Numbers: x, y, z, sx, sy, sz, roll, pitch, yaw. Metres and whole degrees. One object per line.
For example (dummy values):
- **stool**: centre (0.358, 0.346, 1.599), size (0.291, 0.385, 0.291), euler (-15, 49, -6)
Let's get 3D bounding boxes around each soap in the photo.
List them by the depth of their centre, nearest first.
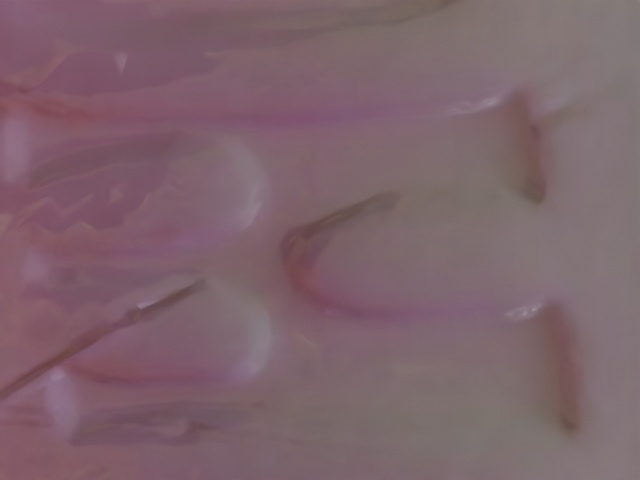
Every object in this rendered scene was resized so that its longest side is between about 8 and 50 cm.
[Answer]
- **soap**: centre (0.000, 0.000, 0.427), size (0.109, 0.192, 0.324), euler (-31, 119, -83)
